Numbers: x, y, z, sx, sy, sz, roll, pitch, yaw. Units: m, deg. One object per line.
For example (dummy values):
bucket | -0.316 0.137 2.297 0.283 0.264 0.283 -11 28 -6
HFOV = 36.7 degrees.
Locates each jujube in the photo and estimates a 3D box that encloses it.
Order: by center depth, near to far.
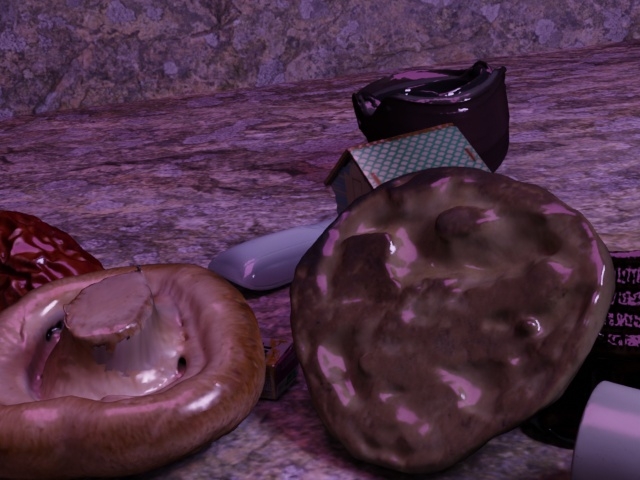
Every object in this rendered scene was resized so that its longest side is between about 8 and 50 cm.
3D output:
jujube | -0.310 0.055 1.041 0.230 0.155 0.155 19 30 38

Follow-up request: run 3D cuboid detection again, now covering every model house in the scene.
model house | 0.224 0.082 0.799 0.166 0.152 0.106 2 14 18
model house | 0.087 -0.010 1.013 0.178 0.206 0.271 -13 21 -21

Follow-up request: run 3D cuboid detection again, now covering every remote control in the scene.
remote control | 0.000 0.001 1.249 0.293 0.051 0.103 -17 21 -32

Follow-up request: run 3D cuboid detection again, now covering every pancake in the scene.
pancake | 0.096 0.056 0.817 0.295 0.049 0.294 -18 53 25

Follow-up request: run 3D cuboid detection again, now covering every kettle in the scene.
kettle | 0.247 0.162 0.639 0.148 0.098 0.127 10 19 31

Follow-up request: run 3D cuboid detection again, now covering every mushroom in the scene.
mushroom | -0.183 0.113 0.837 0.278 0.146 0.278 -3 32 2

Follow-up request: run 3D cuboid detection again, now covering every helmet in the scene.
helmet | 0.181 -0.173 1.509 0.225 0.177 0.305 -17 14 -6

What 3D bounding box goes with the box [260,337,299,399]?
box | -0.123 0.119 0.956 0.207 0.041 0.050 3 21 25
